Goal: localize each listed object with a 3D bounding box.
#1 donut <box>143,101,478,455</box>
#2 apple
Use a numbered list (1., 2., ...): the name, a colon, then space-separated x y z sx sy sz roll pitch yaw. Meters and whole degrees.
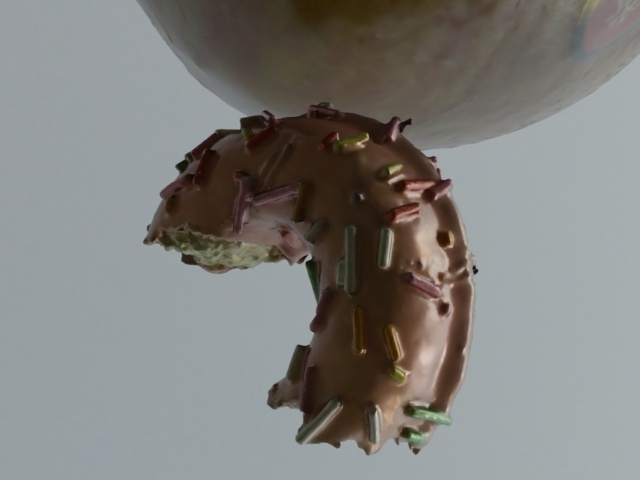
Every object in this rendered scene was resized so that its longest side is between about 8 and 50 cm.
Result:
1. donut: 0.000 0.000 0.472 0.166 0.065 0.117 37 -74 34
2. apple: 0.043 -0.235 0.677 0.401 0.333 0.400 14 -134 -15
